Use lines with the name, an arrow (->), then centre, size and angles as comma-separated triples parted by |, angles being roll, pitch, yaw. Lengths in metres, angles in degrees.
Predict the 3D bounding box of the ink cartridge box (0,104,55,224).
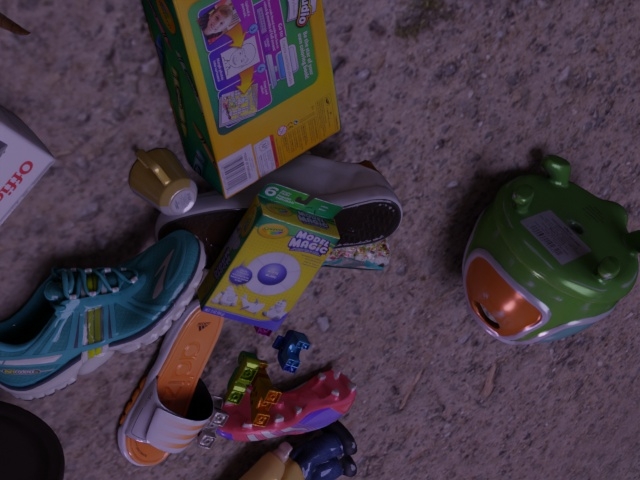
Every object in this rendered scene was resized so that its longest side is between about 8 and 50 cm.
ink cartridge box -> -0.371, -0.080, 1.036 | 0.158, 0.092, 0.218 | -49, 145, 2

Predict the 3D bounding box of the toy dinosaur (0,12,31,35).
toy dinosaur -> -0.331, -0.196, 0.947 | 0.211, 0.112, 0.064 | 1, 151, -3

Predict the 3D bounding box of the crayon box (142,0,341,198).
crayon box -> -0.079, -0.197, 1.227 | 0.165, 0.081, 0.278 | -33, 140, -20

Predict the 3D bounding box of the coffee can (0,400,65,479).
coffee can -> -0.393, 0.344, 1.296 | 0.201, 0.201, 0.275 | -17, 133, -35

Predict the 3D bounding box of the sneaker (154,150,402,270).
sneaker -> -0.057, -0.040, 1.388 | 0.290, 0.123, 0.106 | -6, 132, -14

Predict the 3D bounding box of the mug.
mug -> -0.172, -0.059, 1.271 | 0.078, 0.064, 0.062 | 9, 116, -48

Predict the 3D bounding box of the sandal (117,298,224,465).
sandal -> -0.177, 0.197, 1.481 | 0.102, 0.076, 0.265 | 0, 122, -44

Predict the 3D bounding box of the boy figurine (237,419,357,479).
boy figurine -> -0.076, 0.376, 1.729 | 0.285, 0.092, 0.177 | -28, 139, -24

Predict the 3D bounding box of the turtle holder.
turtle holder -> 0.337, 0.019, 1.743 | 0.227, 0.243, 0.320 | -57, -175, 36

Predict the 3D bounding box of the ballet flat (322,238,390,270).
ballet flat -> 0.000, 0.000, 1.497 | 0.241, 0.091, 0.077 | 2, 91, -50

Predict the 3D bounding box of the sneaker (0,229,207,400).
sneaker -> -0.248, 0.072, 1.270 | 0.275, 0.107, 0.110 | -33, 129, -3

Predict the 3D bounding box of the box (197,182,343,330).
box -> -0.055, 0.019, 1.330 | 0.105, 0.043, 0.179 | 17, 121, -27

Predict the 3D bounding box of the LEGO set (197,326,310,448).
LEGO set -> -0.088, 0.165, 1.543 | 0.087, 0.093, 0.227 | 20, 110, -27

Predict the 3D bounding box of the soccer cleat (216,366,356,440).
soccer cleat -> -0.051, 0.250, 1.655 | 0.248, 0.083, 0.095 | -13, 136, -41
